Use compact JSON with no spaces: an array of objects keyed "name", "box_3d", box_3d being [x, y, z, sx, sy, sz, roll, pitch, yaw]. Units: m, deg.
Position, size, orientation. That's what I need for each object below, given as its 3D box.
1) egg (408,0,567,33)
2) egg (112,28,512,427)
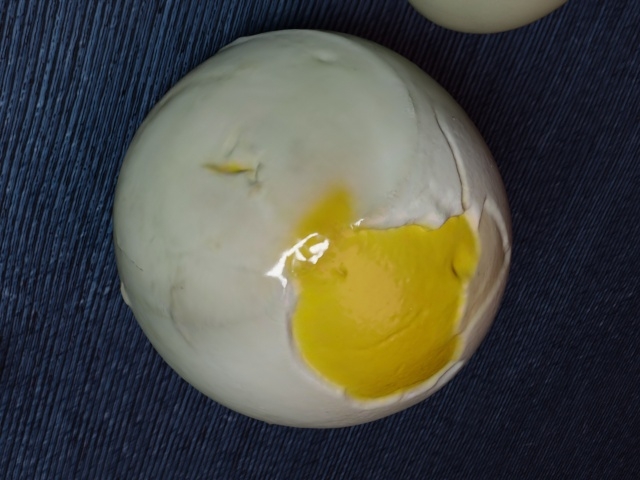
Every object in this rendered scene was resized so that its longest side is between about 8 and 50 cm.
[{"name":"egg","box_3d":[0.131,-0.255,1.199,0.186,0.186,0.241,-22,146,-35]},{"name":"egg","box_3d":[0.000,0.000,1.239,0.283,0.283,0.345,-46,156,-1]}]
